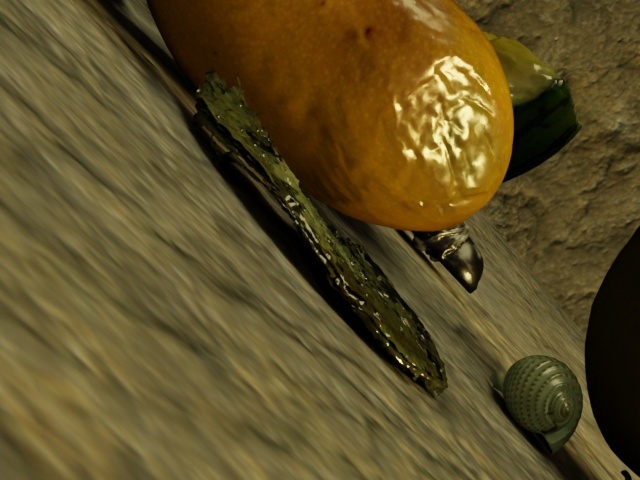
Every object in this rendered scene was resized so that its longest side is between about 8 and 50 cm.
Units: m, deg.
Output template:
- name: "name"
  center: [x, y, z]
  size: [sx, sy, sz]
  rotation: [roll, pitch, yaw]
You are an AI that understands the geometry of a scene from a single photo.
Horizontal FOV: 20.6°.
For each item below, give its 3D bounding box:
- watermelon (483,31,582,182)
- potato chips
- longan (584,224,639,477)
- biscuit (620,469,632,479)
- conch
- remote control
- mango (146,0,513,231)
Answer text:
- name: "watermelon"
  center: [0.026, -0.151, 1.364]
  size: [0.331, 0.189, 0.331]
  rotation: [49, -8, 10]
- name: "potato chips"
  center: [0.004, -0.003, 1.032]
  size: [0.220, 0.029, 0.202]
  rotation: [48, 9, -25]
- name: "longan"
  center: [0.375, 0.105, 1.344]
  size: [0.361, 0.361, 0.361]
  rotation: [48, 7, -7]
- name: "biscuit"
  center: [0.301, 0.276, 1.347]
  size: [0.273, 0.036, 0.187]
  rotation: [46, 7, -18]
- name: "conch"
  center: [0.165, 0.117, 1.301]
  size: [0.076, 0.056, 0.085]
  rotation: [60, 2, -26]
- name: "remote control"
  center: [0.070, -0.064, 1.643]
  size: [0.266, 0.066, 0.090]
  rotation: [48, 10, -4]
- name: "mango"
  center: [-0.002, -0.129, 1.109]
  size: [0.187, 0.144, 0.359]
  rotation: [-4, -39, 43]
